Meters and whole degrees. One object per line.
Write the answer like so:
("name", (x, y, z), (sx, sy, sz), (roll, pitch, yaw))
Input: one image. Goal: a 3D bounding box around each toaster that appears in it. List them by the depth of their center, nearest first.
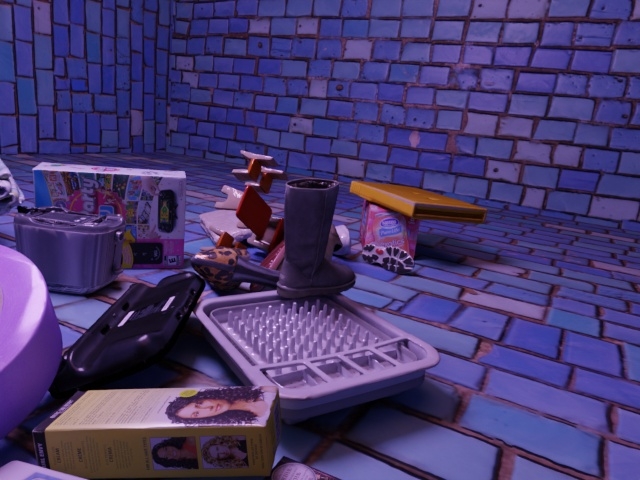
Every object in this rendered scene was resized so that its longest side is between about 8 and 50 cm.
("toaster", (-0.504, 0.017, 0.979), (0.227, 0.146, 0.129), (7, 13, 3))

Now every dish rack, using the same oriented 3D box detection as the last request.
("dish rack", (-0.020, 0.164, 0.760), (0.286, 0.072, 0.333), (-4, 18, -32))

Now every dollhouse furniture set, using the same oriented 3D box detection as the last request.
("dollhouse furniture set", (-0.143, -0.047, 1.222), (0.135, 0.262, 0.259), (14, -15, 21))

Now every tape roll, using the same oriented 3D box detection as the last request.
("tape roll", (-0.437, 0.116, 0.530), (0.275, 0.090, 0.274), (6, 38, -4))

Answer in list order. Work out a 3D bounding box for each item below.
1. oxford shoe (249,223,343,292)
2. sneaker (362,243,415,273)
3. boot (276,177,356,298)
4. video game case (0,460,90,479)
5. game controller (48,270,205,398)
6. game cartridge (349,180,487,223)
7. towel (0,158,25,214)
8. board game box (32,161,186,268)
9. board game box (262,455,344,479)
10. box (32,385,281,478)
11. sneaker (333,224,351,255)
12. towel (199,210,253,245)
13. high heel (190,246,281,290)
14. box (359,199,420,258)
("oxford shoe", (-0.036, 0.041, 1.144), (0.130, 0.123, 0.348), (48, 38, -4))
("sneaker", (0.192, 0.042, 1.341), (0.071, 0.068, 0.170), (1, 13, -42))
("boot", (0.004, -0.007, 0.884), (0.190, 0.208, 0.076), (-7, 19, -43))
("video game case", (-0.208, 0.252, 0.282), (0.329, 0.036, 0.300), (0, 11, 24))
("game controller", (-0.275, 0.127, 0.750), (0.167, 0.067, 0.319), (-12, 15, 1))
("game cartridge", (0.281, -0.118, 1.479), (0.285, 0.052, 0.324), (3, 14, -30))
("towel", (-0.794, -0.065, 1.013), (0.321, 0.090, 0.374), (-36, 33, -22))
("board game box", (-0.464, -0.051, 1.112), (0.304, 0.223, 0.097), (1, 18, -18))
("board game box", (-0.017, 0.277, 0.373), (0.165, 0.042, 0.243), (12, 16, 22))
("box", (-0.162, 0.197, 0.513), (0.232, 0.058, 0.087), (-4, 10, 3))
("sneaker", (0.000, 0.000, 1.415), (0.115, 0.090, 0.232), (-10, 11, -28))
("towel", (-0.253, -0.049, 1.481), (0.187, 0.049, 0.282), (-16, 21, -17))
("high heel", (-0.219, 0.044, 0.970), (0.261, 0.093, 0.186), (4, -12, 46))
("box", (0.212, -0.053, 1.559), (0.154, 0.142, 0.300), (9, 14, 1))
